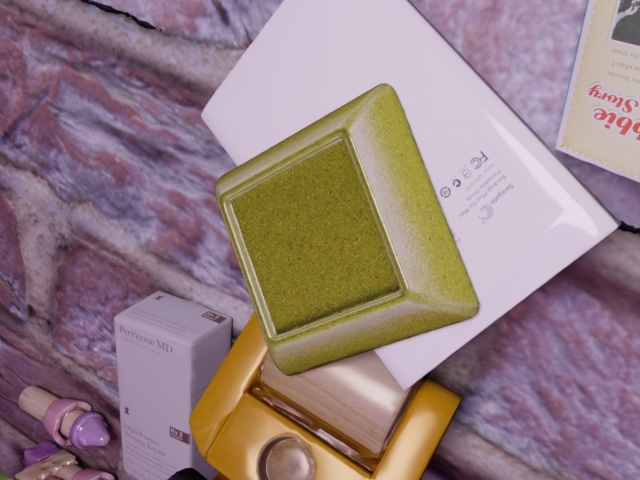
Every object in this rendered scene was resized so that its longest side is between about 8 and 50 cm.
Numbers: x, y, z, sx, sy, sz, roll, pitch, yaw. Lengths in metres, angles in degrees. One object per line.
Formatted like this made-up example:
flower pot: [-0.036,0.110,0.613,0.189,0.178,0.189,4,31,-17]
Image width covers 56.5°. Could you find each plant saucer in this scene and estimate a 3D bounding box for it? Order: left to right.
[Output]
plant saucer: [0.000,0.000,0.464,0.188,0.045,0.188,-24,82,29]

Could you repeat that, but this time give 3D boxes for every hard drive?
hard drive: [0.047,-0.063,0.482,0.203,0.040,0.308,-45,71,26]

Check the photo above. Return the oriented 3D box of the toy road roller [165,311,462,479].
toy road roller: [-0.012,0.234,0.607,0.202,0.240,0.330,28,82,20]

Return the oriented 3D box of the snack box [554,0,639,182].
snack box: [0.276,-0.081,0.278,0.322,0.060,0.187,39,138,45]

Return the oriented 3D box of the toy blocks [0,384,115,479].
toy blocks: [-0.409,0.408,0.813,0.260,0.288,0.309,12,110,32]

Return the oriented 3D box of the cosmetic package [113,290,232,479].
cosmetic package: [-0.178,0.191,0.725,0.117,0.085,0.231,14,115,25]
